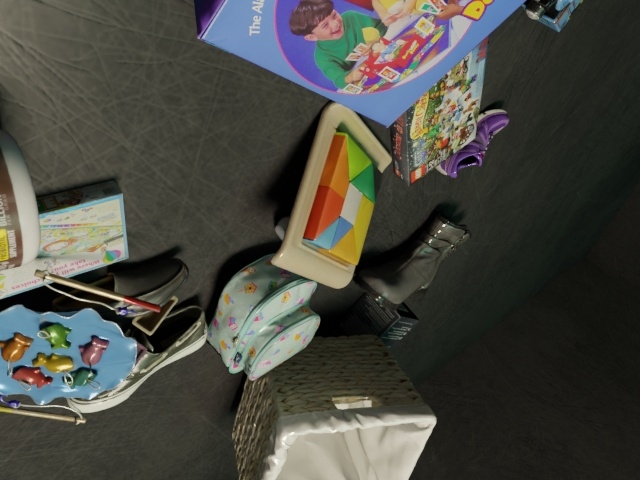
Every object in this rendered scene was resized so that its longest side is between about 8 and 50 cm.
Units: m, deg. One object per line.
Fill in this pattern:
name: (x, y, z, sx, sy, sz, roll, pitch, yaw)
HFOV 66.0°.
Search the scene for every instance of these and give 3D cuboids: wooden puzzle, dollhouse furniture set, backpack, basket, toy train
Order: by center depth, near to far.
dollhouse furniture set: (-0.250, 0.097, 0.659, 0.114, 0.091, 0.081, -58, -169, -31)
toy train: (0.370, -0.404, 0.717, 0.105, 0.080, 0.184, -9, 136, -58)
wooden puzzle: (0.034, -0.052, 0.732, 0.221, 0.044, 0.239, 29, 80, -60)
backpack: (-0.087, 0.119, 0.802, 0.165, 0.144, 0.189, -21, 140, -42)
basket: (0.004, 0.395, 1.033, 0.328, 0.266, 0.332, 4, 120, -24)

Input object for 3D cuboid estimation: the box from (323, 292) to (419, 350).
box: (0.124, 0.229, 1.241, 0.207, 0.108, 0.153, -47, 151, 11)

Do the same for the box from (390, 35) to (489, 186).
box: (0.185, -0.208, 0.788, 0.159, 0.044, 0.233, -37, 151, -9)

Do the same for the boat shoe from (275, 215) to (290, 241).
boat shoe: (0.000, 0.000, 0.824, 0.076, 0.080, 0.228, -58, 148, -9)

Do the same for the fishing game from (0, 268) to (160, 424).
fishing game: (-0.314, 0.143, 0.578, 0.189, 0.041, 0.264, 26, 120, -32)

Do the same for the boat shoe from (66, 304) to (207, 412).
boat shoe: (-0.267, 0.162, 0.724, 0.219, 0.077, 0.070, -32, 151, -33)

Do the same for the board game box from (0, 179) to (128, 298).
board game box: (-0.287, 0.001, 0.523, 0.154, 0.026, 0.104, -21, 145, -33)

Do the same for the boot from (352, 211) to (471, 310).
boot: (0.212, 0.030, 1.098, 0.223, 0.118, 0.338, -55, 159, 17)

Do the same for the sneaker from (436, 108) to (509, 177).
sneaker: (0.295, -0.178, 0.934, 0.170, 0.071, 0.068, -41, 151, -3)

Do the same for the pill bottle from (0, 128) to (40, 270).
pill bottle: (-0.332, -0.016, 0.352, 0.214, 0.117, 0.117, -15, 142, -39)

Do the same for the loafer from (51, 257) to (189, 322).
loafer: (-0.249, 0.065, 0.623, 0.170, 0.062, 0.061, -30, 144, -22)

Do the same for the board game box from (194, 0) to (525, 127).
board game box: (0.085, -0.262, 0.389, 0.233, 0.078, 0.347, 13, 142, -38)
